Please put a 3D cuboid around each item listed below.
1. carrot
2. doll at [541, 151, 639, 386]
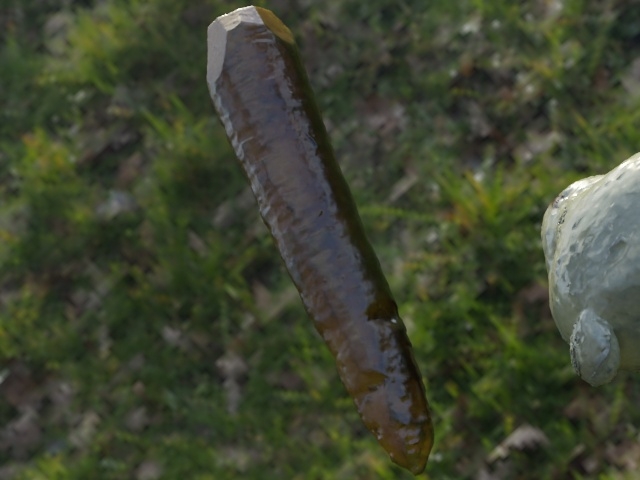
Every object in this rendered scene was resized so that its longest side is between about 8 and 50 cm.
[{"bbox_3d":[0.000,0.000,1.017,0.066,0.314,0.066,-20,-14,-5],"label":"carrot"},{"bbox_3d":[0.248,0.012,1.071,0.149,0.278,0.175,27,100,44],"label":"doll"}]
